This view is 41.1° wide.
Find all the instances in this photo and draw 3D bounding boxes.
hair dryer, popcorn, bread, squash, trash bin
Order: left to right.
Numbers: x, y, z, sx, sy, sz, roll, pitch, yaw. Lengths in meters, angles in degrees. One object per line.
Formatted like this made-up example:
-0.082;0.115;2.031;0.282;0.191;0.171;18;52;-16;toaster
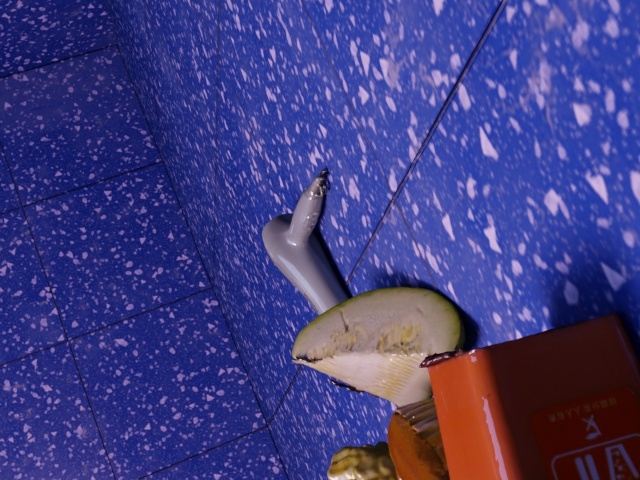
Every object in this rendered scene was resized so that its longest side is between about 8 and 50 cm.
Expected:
0.000;0.000;1.170;0.206;0.075;0.237;54;152;30;hair dryer
0.062;0.092;0.918;0.169;0.093;0.252;22;156;5;squash
0.087;0.304;1.029;0.173;0.173;0.142;-150;49;-69;popcorn
0.139;0.240;0.842;0.190;0.114;0.132;-120;14;-54;bread
0.163;0.180;0.584;0.184;0.161;0.238;119;137;-72;trash bin
